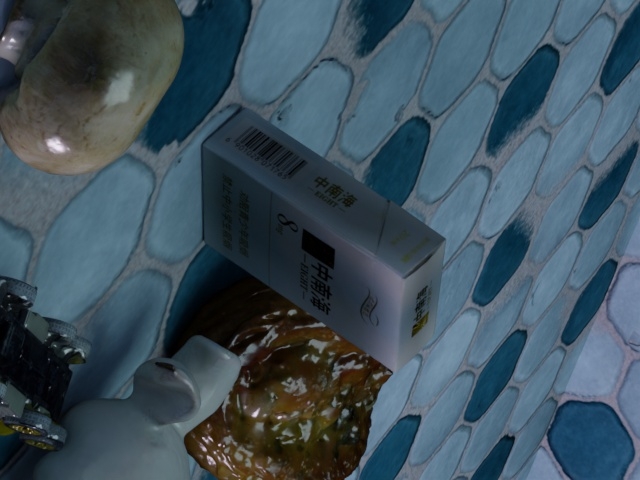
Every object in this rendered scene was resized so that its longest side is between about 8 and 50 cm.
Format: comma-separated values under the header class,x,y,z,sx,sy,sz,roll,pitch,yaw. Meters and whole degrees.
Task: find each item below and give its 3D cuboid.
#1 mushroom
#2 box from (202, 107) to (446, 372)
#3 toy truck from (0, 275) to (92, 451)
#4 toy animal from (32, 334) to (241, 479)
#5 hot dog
class,x,y,z,sx,sy,sz,roll,pitch,yaw
mushroom,-0.174,-0.129,1.466,0.166,0.127,0.166,-53,-178,3
box,0.000,0.000,1.863,0.067,0.243,0.155,-44,156,-28
toy truck,-0.265,0.097,1.587,0.227,0.114,0.098,62,40,-67
toy animal,-0.164,0.258,1.848,0.247,0.310,0.183,-23,157,21
hot dog,-0.008,0.139,2.139,0.387,0.174,0.267,-5,122,-64
